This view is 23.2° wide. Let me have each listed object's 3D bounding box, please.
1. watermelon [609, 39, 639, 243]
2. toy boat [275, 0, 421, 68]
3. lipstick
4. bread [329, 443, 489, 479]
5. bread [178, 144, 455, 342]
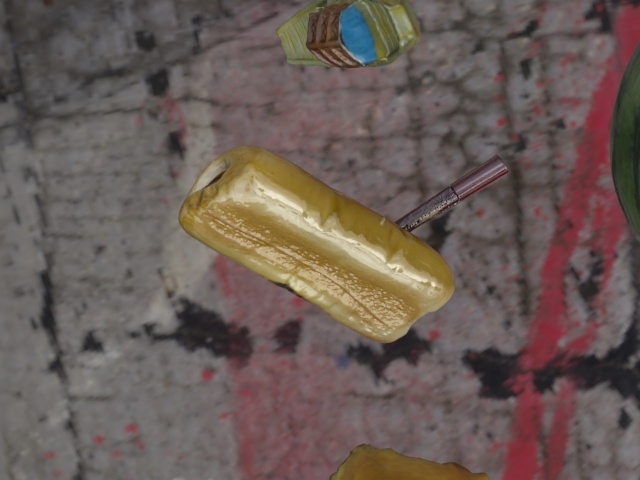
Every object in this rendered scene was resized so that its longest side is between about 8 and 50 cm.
[{"bbox_3d":[0.218,-0.036,0.688,0.188,0.188,0.215,34,95,23],"label":"watermelon"},{"bbox_3d":[0.020,-0.162,1.211,0.172,0.066,0.065,6,120,61],"label":"toy boat"},{"bbox_3d":[0.132,-0.039,1.757,0.176,0.027,0.027,-33,83,2],"label":"lipstick"},{"bbox_3d":[0.002,0.271,0.762,0.194,0.179,0.340,36,112,-6],"label":"bread"},{"bbox_3d":[0.000,0.000,1.657,0.305,0.091,0.142,31,127,-24],"label":"bread"}]
